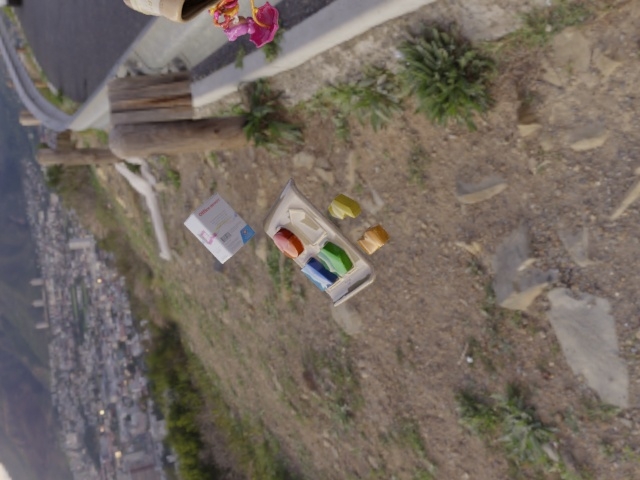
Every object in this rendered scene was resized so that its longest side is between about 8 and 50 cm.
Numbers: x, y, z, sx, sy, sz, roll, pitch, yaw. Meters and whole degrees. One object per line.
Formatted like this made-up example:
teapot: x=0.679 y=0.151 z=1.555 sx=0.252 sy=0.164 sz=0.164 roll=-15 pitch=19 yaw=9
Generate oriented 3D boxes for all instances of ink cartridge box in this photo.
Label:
ink cartridge box: x=-0.216 y=-0.027 z=1.371 sx=0.122 sy=0.088 sz=0.052 roll=48 pitch=138 yaw=-7

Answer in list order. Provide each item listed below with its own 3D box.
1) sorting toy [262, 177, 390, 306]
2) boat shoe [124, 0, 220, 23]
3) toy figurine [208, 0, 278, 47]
sorting toy: x=0.000 y=0.000 z=1.131 sx=0.229 sy=0.041 sz=0.307 roll=48 pitch=154 yaw=2
boat shoe: x=-0.146 y=-0.419 z=0.971 sx=0.110 sy=0.341 sz=0.121 roll=30 pitch=144 yaw=13
toy figurine: x=-0.146 y=-0.420 z=1.170 sx=0.159 sy=0.173 sz=0.130 roll=64 pitch=-176 yaw=-56
